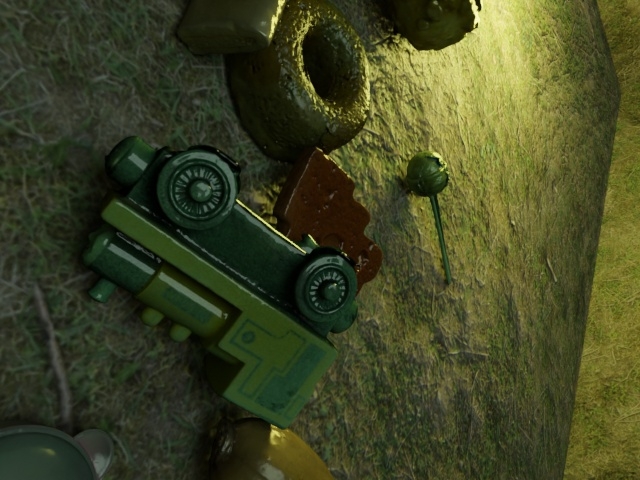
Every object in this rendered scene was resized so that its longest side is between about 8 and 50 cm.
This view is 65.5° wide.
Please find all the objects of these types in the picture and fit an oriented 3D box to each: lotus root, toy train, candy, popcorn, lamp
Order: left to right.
[{"bbox_3d":[-0.304,0.254,0.431,0.246,0.107,0.180,18,70,-45],"label":"lamp"},{"bbox_3d":[-0.122,0.046,0.602,0.369,0.150,0.237,39,85,-26],"label":"toy train"},{"bbox_3d":[-0.049,0.357,0.684,0.146,0.130,0.303,-48,121,-36],"label":"lotus root"},{"bbox_3d":[0.218,-0.503,1.010,0.233,0.192,0.266,56,25,-9],"label":"popcorn"},{"bbox_3d":[0.258,-0.039,1.098,0.093,0.092,0.336,-92,165,-63],"label":"candy"}]

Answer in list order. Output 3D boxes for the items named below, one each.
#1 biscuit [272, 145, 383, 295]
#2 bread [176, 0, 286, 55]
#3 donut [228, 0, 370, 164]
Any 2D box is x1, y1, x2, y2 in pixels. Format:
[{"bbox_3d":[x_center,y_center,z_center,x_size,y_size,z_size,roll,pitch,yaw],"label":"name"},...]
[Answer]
[{"bbox_3d":[0.000,0.000,0.797,0.283,0.043,0.307,-25,117,-41],"label":"biscuit"},{"bbox_3d":[-0.104,-0.332,0.671,0.060,0.139,0.178,60,45,-61],"label":"bread"},{"bbox_3d":[-0.016,-0.261,0.779,0.272,0.107,0.272,7,81,-48],"label":"donut"}]
